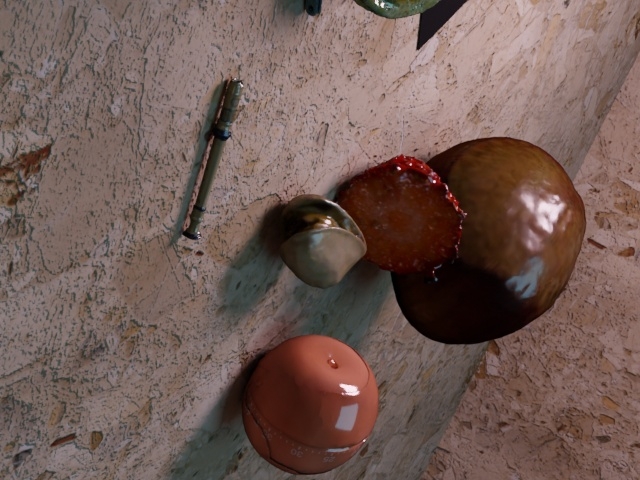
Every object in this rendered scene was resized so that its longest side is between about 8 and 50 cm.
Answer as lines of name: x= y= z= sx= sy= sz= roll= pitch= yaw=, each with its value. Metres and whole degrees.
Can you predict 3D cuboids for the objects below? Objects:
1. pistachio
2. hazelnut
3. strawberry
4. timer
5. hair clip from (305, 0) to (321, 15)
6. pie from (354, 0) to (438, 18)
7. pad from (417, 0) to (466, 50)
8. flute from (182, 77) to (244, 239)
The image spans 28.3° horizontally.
pistachio: x=0.000 y=0.000 z=1.984 sx=0.206 sy=0.131 sz=0.129 roll=60 pitch=19 yaw=-67
hazelnut: x=0.295 y=0.002 z=2.397 sx=0.353 sy=0.421 sz=0.420 roll=28 pitch=92 yaw=-31
strawberry: x=0.150 y=-0.062 z=2.180 sx=0.178 sy=0.234 sz=0.233 roll=-69 pitch=174 yaw=-53
timer: x=-0.018 y=0.282 z=2.185 sx=0.230 sy=0.230 sz=0.214 roll=-28 pitch=152 yaw=-56
hair clip: x=-0.020 y=-0.345 z=1.590 sx=0.070 sy=0.039 sz=0.229 roll=-59 pitch=162 yaw=-7
pie: x=0.119 y=-0.433 z=1.664 sx=0.303 sy=0.067 sz=0.302 roll=-24 pitch=128 yaw=-35
pad: x=0.233 y=-0.440 z=2.122 sx=0.243 sy=0.004 sz=0.163 roll=-47 pitch=157 yaw=-31
flute: x=-0.139 y=-0.104 z=1.650 sx=0.027 sy=0.027 sz=0.233 roll=-28 pitch=143 yaw=-56
